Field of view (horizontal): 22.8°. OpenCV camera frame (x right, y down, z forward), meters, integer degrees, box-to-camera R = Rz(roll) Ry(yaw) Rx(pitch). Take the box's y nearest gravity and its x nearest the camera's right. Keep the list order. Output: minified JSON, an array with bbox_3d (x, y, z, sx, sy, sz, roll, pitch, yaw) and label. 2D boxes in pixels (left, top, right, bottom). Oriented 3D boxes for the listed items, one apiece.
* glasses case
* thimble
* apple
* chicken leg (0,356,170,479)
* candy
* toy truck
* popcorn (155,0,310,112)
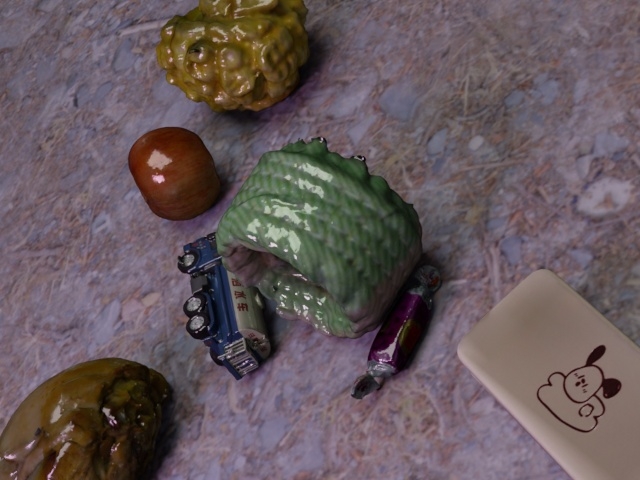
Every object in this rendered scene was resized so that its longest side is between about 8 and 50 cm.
[{"bbox_3d":[0.257,0.154,1.478,0.131,0.070,0.313,-43,39,1],"label":"glasses case"},{"bbox_3d":[0.000,0.000,1.734,0.219,0.219,0.150,12,62,46],"label":"thimble"},{"bbox_3d":[-0.188,-0.089,2.038,0.102,0.126,0.126,-29,39,-6],"label":"apple"},{"bbox_3d":[-0.343,0.306,1.825,0.429,0.153,0.201,-48,26,6],"label":"chicken leg"},{"bbox_3d":[0.084,0.099,1.696,0.043,0.045,0.175,13,64,40],"label":"candy"},{"bbox_3d":[-0.110,0.073,1.864,0.088,0.074,0.201,-28,42,12],"label":"toy truck"},{"bbox_3d":[-0.112,-0.266,2.089,0.218,0.169,0.189,27,77,43],"label":"popcorn"}]
